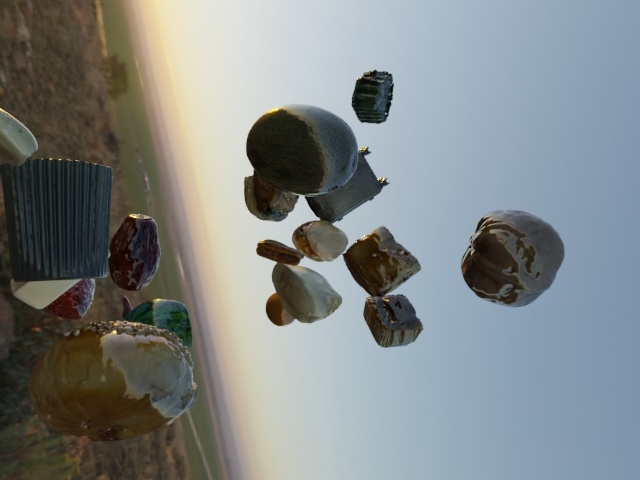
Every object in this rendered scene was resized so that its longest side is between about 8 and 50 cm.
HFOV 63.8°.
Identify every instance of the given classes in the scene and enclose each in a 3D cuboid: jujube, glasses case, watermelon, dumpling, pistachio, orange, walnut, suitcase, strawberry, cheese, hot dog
[{"bbox_3d":[-0.700,0.047,1.952,0.197,0.197,0.290,-142,-117,-70],"label":"jujube"},{"bbox_3d":[-0.881,0.095,1.749,0.070,0.313,0.131,47,-6,40],"label":"glasses case"},{"bbox_3d":[-0.509,0.253,1.584,0.128,0.231,0.146,167,-70,-68],"label":"watermelon"},{"bbox_3d":[-0.062,0.178,1.683,0.179,0.252,0.131,-58,-178,33],"label":"dumpling"},{"bbox_3d":[0.000,0.000,1.841,0.157,0.229,0.157,-7,-100,39],"label":"pistachio"},{"bbox_3d":[-0.167,0.289,2.212,0.136,0.159,0.159,12,-56,28],"label":"orange"},{"bbox_3d":[0.479,0.047,1.291,0.248,0.248,0.248,167,-90,-77],"label":"walnut"},{"bbox_3d":[0.090,-0.212,1.996,0.202,0.312,0.128,58,-3,-13],"label":"suitcase"},{"bbox_3d":[-1.123,0.203,2.288,0.292,0.310,0.291,14,90,-79],"label":"strawberry"},{"bbox_3d":[-0.704,-0.247,1.064,0.227,0.064,0.137,41,-35,-25],"label":"cheese"},{"bbox_3d":[-0.118,0.035,1.511,0.038,0.144,0.062,-70,174,-72],"label":"hot dog"}]

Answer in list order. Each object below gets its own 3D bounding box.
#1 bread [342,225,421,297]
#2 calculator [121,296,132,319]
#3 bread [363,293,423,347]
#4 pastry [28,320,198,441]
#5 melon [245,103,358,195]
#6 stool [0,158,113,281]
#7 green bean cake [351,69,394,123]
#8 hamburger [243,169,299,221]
[{"bbox_3d":[0.259,0.084,2.345,0.324,0.277,0.167,51,-3,43],"label":"bread"},{"bbox_3d":[-0.737,0.304,2.003,0.126,0.034,0.190,57,-32,19],"label":"calculator"},{"bbox_3d":[0.284,0.307,2.033,0.210,0.192,0.110,-111,-155,-47],"label":"bread"},{"bbox_3d":[-0.520,0.355,1.323,0.409,0.410,0.245,95,-12,-53],"label":"pastry"},{"bbox_3d":[-0.053,-0.238,1.358,0.237,0.302,0.237,14,90,-72],"label":"melon"},{"bbox_3d":[-0.761,-0.049,1.504,0.297,0.297,0.330,170,-82,-77],"label":"stool"},{"bbox_3d":[0.180,-0.511,1.745,0.208,0.107,0.193,21,82,-72],"label":"green bean cake"},{"bbox_3d":[-0.153,-0.126,1.629,0.208,0.135,0.155,31,63,-72],"label":"hamburger"}]
